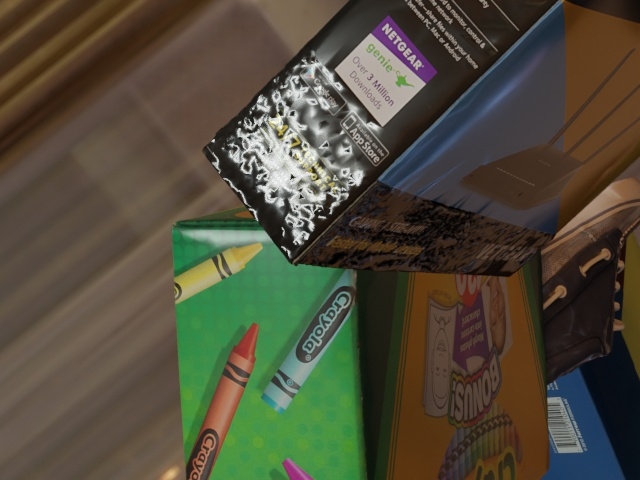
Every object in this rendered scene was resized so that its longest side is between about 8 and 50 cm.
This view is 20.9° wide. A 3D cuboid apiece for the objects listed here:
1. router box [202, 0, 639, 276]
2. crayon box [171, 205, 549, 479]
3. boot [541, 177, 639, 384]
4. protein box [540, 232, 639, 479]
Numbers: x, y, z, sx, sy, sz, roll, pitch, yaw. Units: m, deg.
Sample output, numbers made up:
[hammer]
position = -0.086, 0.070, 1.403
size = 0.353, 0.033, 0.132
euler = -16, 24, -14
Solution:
[router box]
position = 0.061, -0.049, 0.499
size = 0.046, 0.133, 0.179
euler = 51, -162, 17
[crayon box]
position = 0.030, 0.057, 0.785
size = 0.278, 0.081, 0.165
euler = -20, -72, -67
[boot]
position = 0.150, 0.027, 1.022
size = 0.069, 0.190, 0.086
euler = -37, 81, 44
[protein box]
position = 0.172, 0.108, 1.418
size = 0.201, 0.136, 0.200
euler = -8, 114, 43
